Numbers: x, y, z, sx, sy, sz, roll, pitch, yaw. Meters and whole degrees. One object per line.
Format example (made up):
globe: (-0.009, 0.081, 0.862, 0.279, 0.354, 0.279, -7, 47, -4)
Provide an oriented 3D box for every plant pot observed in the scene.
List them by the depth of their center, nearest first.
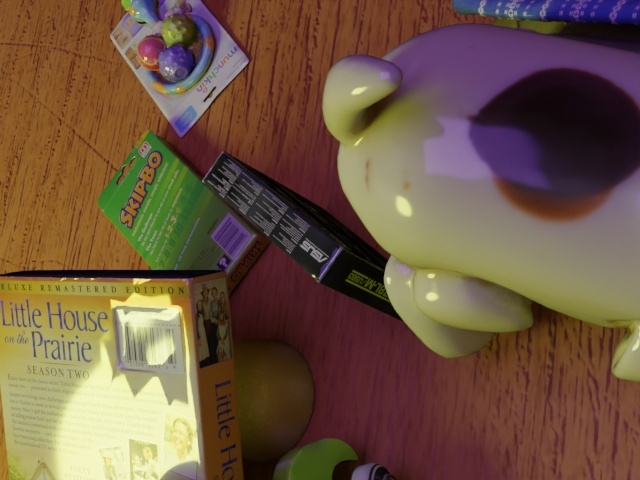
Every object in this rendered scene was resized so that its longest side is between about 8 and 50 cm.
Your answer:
plant pot: (-0.088, 0.162, 1.000, 0.134, 0.095, 0.134, -13, 67, 32)

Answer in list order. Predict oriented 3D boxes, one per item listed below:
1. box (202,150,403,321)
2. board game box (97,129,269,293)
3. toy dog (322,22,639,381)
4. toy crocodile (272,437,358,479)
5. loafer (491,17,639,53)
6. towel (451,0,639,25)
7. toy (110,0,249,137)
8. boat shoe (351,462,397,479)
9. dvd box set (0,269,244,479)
box: (0.000, 0.000, 0.939, 0.191, 0.184, 0.045, 39, 99, 36)
board game box: (-0.178, -0.026, 1.166, 0.259, 0.039, 0.124, 42, 99, 34)
toy dog: (0.240, -0.049, 0.676, 0.408, 0.395, 0.284, 12, 69, 43)
toy crocodile: (0.018, 0.350, 0.864, 0.115, 0.105, 0.340, 118, 140, -55)
loafer: (0.270, -0.198, 0.872, 0.269, 0.102, 0.092, 12, 87, 38)
towel: (0.297, -0.258, 0.802, 0.243, 0.040, 0.336, -41, 33, -21)
toy: (-0.207, -0.264, 1.256, 0.137, 0.056, 0.237, -46, 54, 15)
boat shoe: (0.093, 0.298, 0.845, 0.070, 0.078, 0.219, -30, 67, 24)
dvd box set: (-0.212, 0.239, 0.989, 0.308, 0.062, 0.420, -2, 95, 35)
